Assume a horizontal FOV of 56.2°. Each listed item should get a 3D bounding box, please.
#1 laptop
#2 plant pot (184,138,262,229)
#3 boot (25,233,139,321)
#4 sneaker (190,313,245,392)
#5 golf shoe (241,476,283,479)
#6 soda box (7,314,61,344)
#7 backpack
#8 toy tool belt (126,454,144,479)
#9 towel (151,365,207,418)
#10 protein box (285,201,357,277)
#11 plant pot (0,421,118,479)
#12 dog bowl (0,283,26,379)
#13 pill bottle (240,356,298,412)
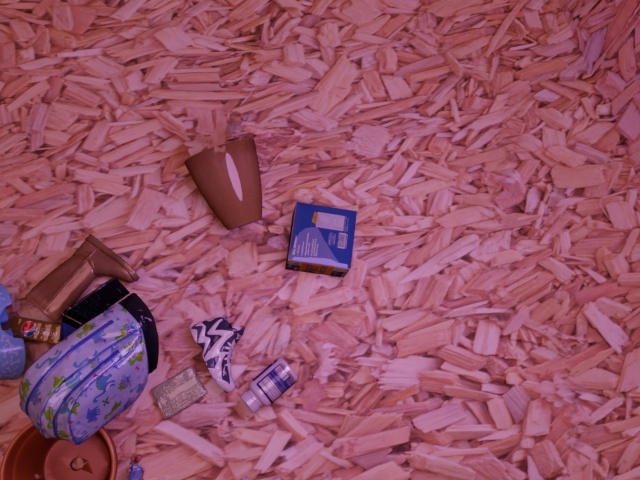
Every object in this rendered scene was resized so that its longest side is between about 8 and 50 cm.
[{"bbox_3d":[-0.656,0.256,1.750,0.264,0.234,0.137,-37,83,-15],"label":"laptop"},{"bbox_3d":[-0.285,-0.171,1.938,0.237,0.237,0.255,-20,91,-12],"label":"plant pot"},{"bbox_3d":[-0.729,0.142,1.852,0.236,0.089,0.269,34,71,17],"label":"boot"},{"bbox_3d":[-0.284,0.334,1.847,0.153,0.094,0.235,-29,70,-5],"label":"sneaker"},{"bbox_3d":[-0.196,0.731,1.764,0.176,0.069,0.086,-24,73,-14],"label":"golf shoe"},{"bbox_3d":[-0.842,0.276,1.812,0.181,0.058,0.061,12,74,-4],"label":"soda box"},{"bbox_3d":[-0.594,0.350,1.558,0.355,0.290,0.273,-21,55,-34],"label":"backpack"},{"bbox_3d":[-0.540,0.670,1.743,0.052,0.051,0.083,7,73,-6],"label":"toy tool belt"},{"bbox_3d":[-0.431,0.464,1.828,0.148,0.027,0.110,-30,81,-14],"label":"towel"},{"bbox_3d":[0.000,0.000,1.957,0.201,0.136,0.200,9,74,-5],"label":"protein box"},{"bbox_3d":[-0.697,0.628,1.656,0.290,0.203,0.291,2,73,-7],"label":"plant pot"},{"bbox_3d":[-0.955,0.268,1.742,0.166,0.074,0.297,-30,77,31],"label":"dog bowl"},{"bbox_3d":[-0.159,0.446,1.833,0.169,0.094,0.094,-39,82,-15],"label":"pill bottle"}]
